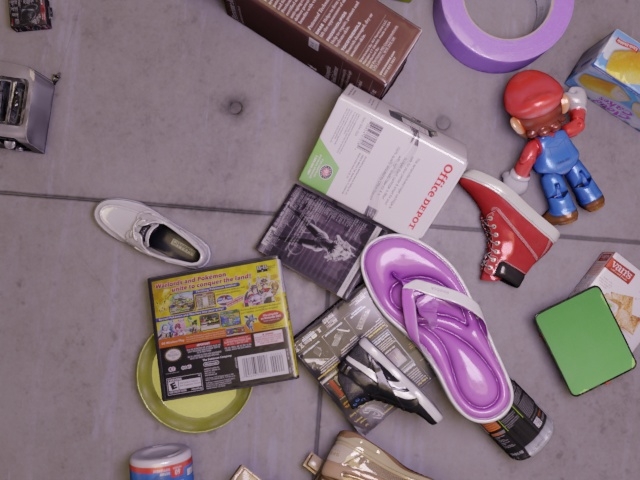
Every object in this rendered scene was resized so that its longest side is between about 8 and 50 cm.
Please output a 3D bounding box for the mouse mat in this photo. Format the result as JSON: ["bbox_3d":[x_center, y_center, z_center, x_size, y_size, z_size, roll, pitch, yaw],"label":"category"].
[{"bbox_3d":[0.538,0.204,1.301,0.153,0.007,0.189,-26,90,-1],"label":"mouse mat"}]

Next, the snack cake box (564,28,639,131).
[{"bbox_3d":[0.660,-0.306,1.315,0.264,0.152,0.089,32,88,0],"label":"snack cake box"}]

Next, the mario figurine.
[{"bbox_3d":[0.472,-0.202,1.343,0.198,0.170,0.320,-32,102,-38],"label":"mario figurine"}]

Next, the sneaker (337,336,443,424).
[{"bbox_3d":[0.123,0.303,1.246,0.217,0.079,0.121,44,91,7],"label":"sneaker"}]

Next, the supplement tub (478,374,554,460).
[{"bbox_3d":[0.368,0.340,1.303,0.117,0.117,0.190,-43,90,-3],"label":"supplement tub"}]

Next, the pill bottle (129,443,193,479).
[{"bbox_3d":[-0.310,0.530,1.272,0.124,0.124,0.221,-5,89,-2],"label":"pill bottle"}]

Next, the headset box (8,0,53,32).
[{"bbox_3d":[-0.603,-0.474,1.340,0.083,0.032,0.062,-7,89,-3],"label":"headset box"}]

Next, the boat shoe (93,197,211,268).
[{"bbox_3d":[-0.345,-0.019,1.307,0.258,0.084,0.095,21,88,-1],"label":"boat shoe"}]

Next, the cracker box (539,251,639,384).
[{"bbox_3d":[0.596,0.160,1.340,0.156,0.067,0.232,38,87,0],"label":"cracker box"}]

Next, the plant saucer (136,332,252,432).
[{"bbox_3d":[-0.255,0.273,1.325,0.241,0.037,0.240,0,88,-2],"label":"plant saucer"}]

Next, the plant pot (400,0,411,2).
[{"bbox_3d":[0.121,-0.644,1.282,0.227,0.207,0.228,15,89,-2],"label":"plant pot"}]

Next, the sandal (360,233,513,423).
[{"bbox_3d":[0.235,0.156,1.217,0.169,0.102,0.416,-37,84,0],"label":"sandal"}]

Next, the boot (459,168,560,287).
[{"bbox_3d":[0.352,-0.018,1.332,0.244,0.088,0.176,40,89,-4],"label":"boot"}]

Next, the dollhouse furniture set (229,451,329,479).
[{"bbox_3d":[-0.074,0.485,1.315,0.182,0.101,0.161,39,63,0],"label":"dollhouse furniture set"}]

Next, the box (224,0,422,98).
[{"bbox_3d":[-0.004,-0.437,1.279,0.381,0.191,0.143,34,88,0],"label":"box"}]

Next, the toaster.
[{"bbox_3d":[-0.639,-0.276,1.294,0.168,0.110,0.185,8,88,-2],"label":"toaster"}]

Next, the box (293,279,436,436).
[{"bbox_3d":[0.125,0.208,1.320,0.307,0.076,0.242,-40,90,-2],"label":"box"}]

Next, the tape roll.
[{"bbox_3d":[0.380,-0.497,1.344,0.275,0.090,0.274,0,89,-2],"label":"tape roll"}]

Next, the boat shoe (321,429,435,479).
[{"bbox_3d":[0.159,0.514,1.275,0.341,0.121,0.110,32,62,3],"label":"boat shoe"}]

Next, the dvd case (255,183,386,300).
[{"bbox_3d":[0.000,0.000,1.316,0.221,0.018,0.164,28,80,15],"label":"dvd case"}]

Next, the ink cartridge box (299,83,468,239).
[{"bbox_3d":[0.126,-0.153,1.276,0.273,0.114,0.198,28,117,-2],"label":"ink cartridge box"}]

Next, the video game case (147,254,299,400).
[{"bbox_3d":[-0.195,0.174,1.280,0.275,0.035,0.248,-10,80,4],"label":"video game case"}]
